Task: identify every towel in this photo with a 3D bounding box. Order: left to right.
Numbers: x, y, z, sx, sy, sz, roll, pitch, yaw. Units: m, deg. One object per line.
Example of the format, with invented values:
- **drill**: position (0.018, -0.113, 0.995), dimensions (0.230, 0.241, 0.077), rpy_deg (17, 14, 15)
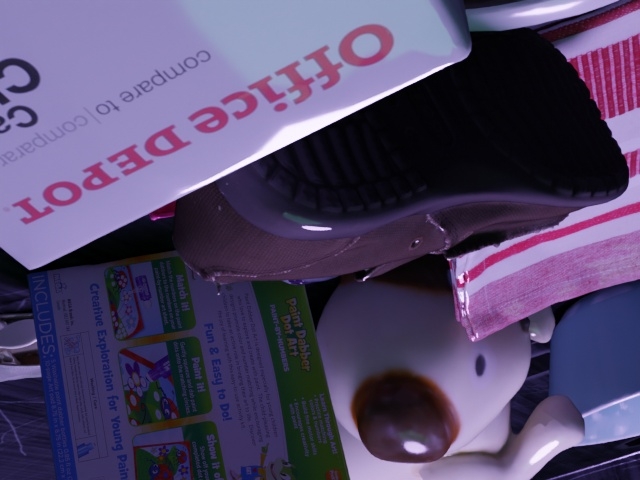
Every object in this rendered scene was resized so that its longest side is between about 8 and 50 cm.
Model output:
- **towel**: position (0.209, -0.056, 0.923), dimensions (0.237, 0.037, 0.329), rpy_deg (-21, 141, -4)

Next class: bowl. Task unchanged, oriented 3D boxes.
- **bowl**: position (0.430, 0.150, 1.540), dimensions (0.311, 0.163, 0.311), rpy_deg (-13, 158, -5)

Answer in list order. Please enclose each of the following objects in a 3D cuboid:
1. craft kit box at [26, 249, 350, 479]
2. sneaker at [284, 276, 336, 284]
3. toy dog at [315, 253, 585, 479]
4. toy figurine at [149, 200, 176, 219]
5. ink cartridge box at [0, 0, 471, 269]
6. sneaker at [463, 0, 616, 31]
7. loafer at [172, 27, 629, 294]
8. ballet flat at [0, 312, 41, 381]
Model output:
- **craft kit box**: position (-0.120, 0.128, 1.037), dimensions (0.246, 0.250, 0.061), rpy_deg (-10, 158, -8)
- **sneaker**: position (0.000, 0.000, 0.974), dimensions (0.098, 0.083, 0.223), rpy_deg (21, 174, 27)
- **toy dog**: position (0.079, 0.143, 1.237), dimensions (0.395, 0.284, 0.408), rpy_deg (8, 154, -6)
- **toy figurine**: position (-0.098, -0.074, 0.773), dimensions (0.173, 0.130, 0.159), rpy_deg (26, 150, -26)
- **ink cartridge box**: position (-0.113, -0.153, 0.400), dimensions (0.226, 0.131, 0.306), rpy_deg (-24, 134, 19)
- **sneaker**: position (0.191, -0.174, 0.684), dimensions (0.290, 0.106, 0.123), rpy_deg (-18, 155, 6)
- **loafer**: position (0.051, -0.050, 0.705), dimensions (0.366, 0.134, 0.130), rpy_deg (-6, 157, -44)
- **ballet flat**: position (-0.238, 0.096, 1.124), dimensions (0.213, 0.072, 0.068), rpy_deg (-7, 153, -17)
